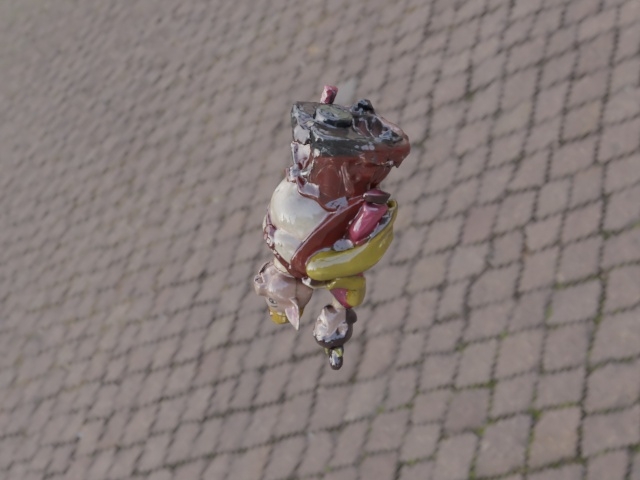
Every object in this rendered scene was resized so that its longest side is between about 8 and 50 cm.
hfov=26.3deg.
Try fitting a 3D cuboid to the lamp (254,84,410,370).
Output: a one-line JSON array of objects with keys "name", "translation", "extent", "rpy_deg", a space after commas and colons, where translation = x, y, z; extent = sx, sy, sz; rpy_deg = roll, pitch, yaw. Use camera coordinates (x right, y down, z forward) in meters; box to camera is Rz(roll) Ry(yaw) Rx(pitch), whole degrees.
[{"name": "lamp", "translation": [0.000, 0.000, 1.208], "extent": [0.118, 0.118, 0.253], "rpy_deg": [-107, 29, -58]}]
